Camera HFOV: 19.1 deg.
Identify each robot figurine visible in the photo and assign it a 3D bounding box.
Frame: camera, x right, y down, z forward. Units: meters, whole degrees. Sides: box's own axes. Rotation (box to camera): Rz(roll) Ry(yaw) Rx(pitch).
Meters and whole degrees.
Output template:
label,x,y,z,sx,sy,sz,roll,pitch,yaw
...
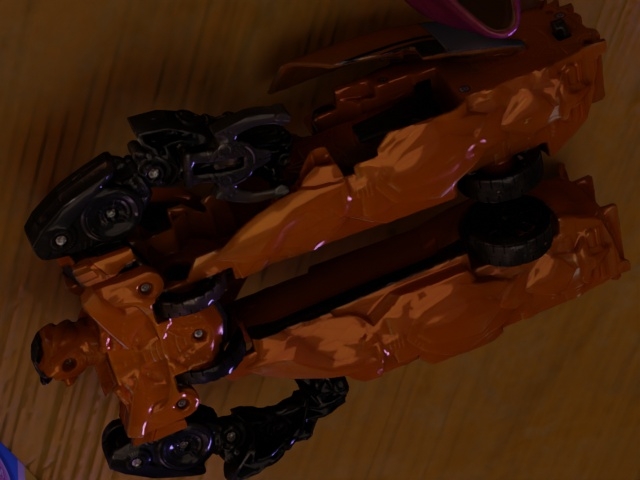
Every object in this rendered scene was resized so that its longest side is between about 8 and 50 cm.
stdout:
label,x,y,z,sx,sy,sz,roll,pitch,yaw
robot figurine,0.000,0.000,0.897,0.291,0.085,0.211,-20,127,-9

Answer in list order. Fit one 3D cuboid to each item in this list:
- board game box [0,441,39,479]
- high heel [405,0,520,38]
label,x,y,z,sx,sy,sz,roll,pitch,yaw
board game box,-0.223,0.216,0.966,0.242,0.064,0.316,-33,128,2
high heel,0.008,-0.184,0.752,0.082,0.117,0.244,-31,129,0
